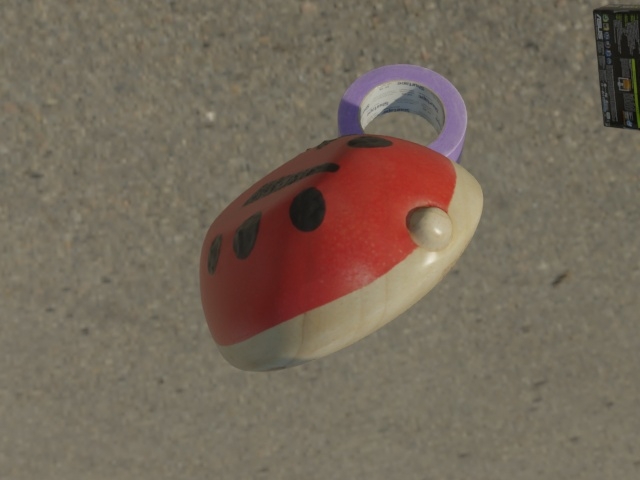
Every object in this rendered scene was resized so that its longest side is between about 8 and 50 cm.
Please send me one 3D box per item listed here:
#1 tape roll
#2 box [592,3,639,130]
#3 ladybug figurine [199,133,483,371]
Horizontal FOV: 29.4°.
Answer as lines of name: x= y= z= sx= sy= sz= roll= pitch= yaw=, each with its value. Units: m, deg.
tape roll: x=0.118 y=-0.161 z=1.795 sx=0.189 sy=0.189 sz=0.080 roll=-9 pitch=150 yaw=-5
box: x=0.497 y=-0.259 z=1.838 sx=0.045 sy=0.191 sz=0.184 roll=-21 pitch=-160 yaw=-32
ladybug figurine: x=0.000 y=0.000 z=1.336 sx=0.162 sy=0.305 sz=0.449 roll=49 pitch=151 yaw=-12
